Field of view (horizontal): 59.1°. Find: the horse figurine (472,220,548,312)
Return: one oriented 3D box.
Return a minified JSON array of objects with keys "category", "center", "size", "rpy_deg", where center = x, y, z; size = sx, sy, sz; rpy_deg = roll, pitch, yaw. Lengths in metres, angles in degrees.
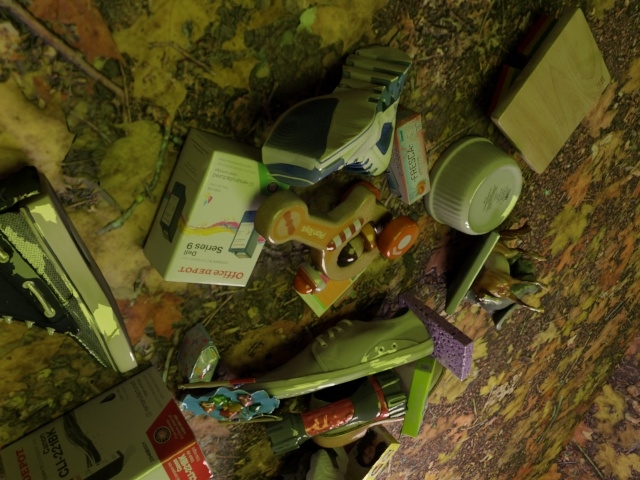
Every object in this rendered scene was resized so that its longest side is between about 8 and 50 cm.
[{"category":"horse figurine","center":[0.446,0.063,1.344],"size":[0.066,0.174,0.263],"rpy_deg":[99,4,-51]}]

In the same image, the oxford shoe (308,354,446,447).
[{"category":"oxford shoe","center":[0.149,0.352,1.365],"size":[0.397,0.140,0.146],"rpy_deg":[-23,126,-27]}]

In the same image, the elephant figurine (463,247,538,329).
[{"category":"elephant figurine","center":[0.462,0.146,1.476],"size":[0.186,0.169,0.239],"rpy_deg":[-2,142,-6]}]

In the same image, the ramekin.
[{"category":"ramekin","center":[0.334,-0.110,1.208],"size":[0.207,0.109,0.207],"rpy_deg":[-21,130,-27]}]

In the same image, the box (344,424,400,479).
[{"category":"box","center":[0.113,0.623,1.562],"size":[0.232,0.087,0.058],"rpy_deg":[-55,139,4]}]

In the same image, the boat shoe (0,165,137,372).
[{"category":"boat shoe","center":[-0.379,0.074,0.759],"size":[0.158,0.127,0.340],"rpy_deg":[-25,124,-15]}]

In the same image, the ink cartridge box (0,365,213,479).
[{"category":"ink cartridge box","center":[-0.347,0.363,0.917],"size":[0.273,0.197,0.114],"rpy_deg":[-29,132,-22]}]

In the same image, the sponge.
[{"category":"sponge","center":[0.263,0.217,1.305],"size":[0.031,0.210,0.117],"rpy_deg":[-28,134,-25]}]

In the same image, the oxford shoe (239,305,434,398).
[{"category":"oxford shoe","center":[0.035,0.242,1.210],"size":[0.449,0.130,0.169],"rpy_deg":[-13,170,-22]}]

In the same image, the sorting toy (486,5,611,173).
[{"category":"sorting toy","center":[0.465,-0.312,1.188],"size":[0.257,0.089,0.255],"rpy_deg":[28,99,-47]}]

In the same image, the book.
[{"category":"book","center":[0.020,0.073,1.137],"size":[0.144,0.035,0.096],"rpy_deg":[-43,134,-8]}]

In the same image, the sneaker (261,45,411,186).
[{"category":"sneaker","center":[0.050,-0.155,0.889],"size":[0.315,0.127,0.182],"rpy_deg":[-50,150,-36]}]

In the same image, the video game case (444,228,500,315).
[{"category":"video game case","center":[0.354,0.060,1.331],"size":[0.212,0.023,0.193],"rpy_deg":[-63,171,14]}]

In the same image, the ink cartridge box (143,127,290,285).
[{"category":"ink cartridge box","center":[-0.156,-0.043,0.866],"size":[0.154,0.093,0.212],"rpy_deg":[11,113,-44]}]

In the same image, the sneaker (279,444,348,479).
[{"category":"sneaker","center":[-0.024,0.559,1.330],"size":[0.153,0.101,0.268],"rpy_deg":[-35,173,8]}]

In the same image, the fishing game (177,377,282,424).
[{"category":"fishing game","center":[-0.173,0.319,1.068],"size":[0.189,0.041,0.264],"rpy_deg":[-4,148,2]}]

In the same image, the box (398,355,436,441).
[{"category":"box","center":[0.221,0.359,1.282],"size":[0.109,0.042,0.178],"rpy_deg":[-26,128,-71]}]

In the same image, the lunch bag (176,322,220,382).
[{"category":"lunch bag","center":[-0.213,0.199,1.004],"size":[0.053,0.071,0.083],"rpy_deg":[5,114,-39]}]

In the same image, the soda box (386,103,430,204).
[{"category":"soda box","center":[0.158,-0.159,1.062],"size":[0.058,0.063,0.183],"rpy_deg":[-33,134,-16]}]

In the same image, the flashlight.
[{"category":"flashlight","center":[0.032,0.370,1.213],"size":[0.304,0.103,0.103],"rpy_deg":[-17,100,-8]}]

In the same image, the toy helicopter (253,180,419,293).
[{"category":"toy helicopter","center":[0.000,0.000,0.957],"size":[0.235,0.140,0.355],"rpy_deg":[-52,150,13]}]
